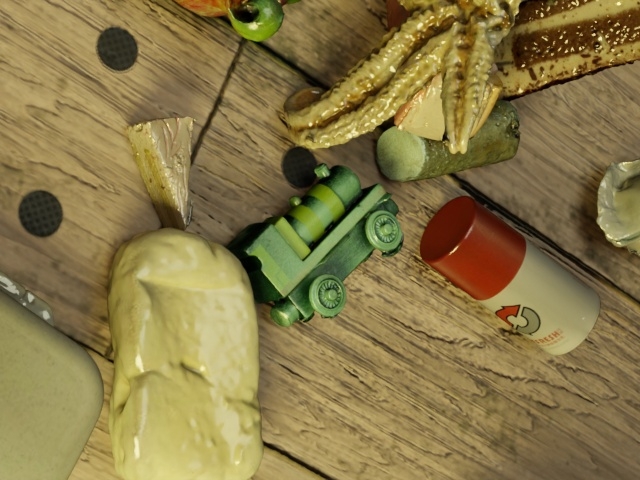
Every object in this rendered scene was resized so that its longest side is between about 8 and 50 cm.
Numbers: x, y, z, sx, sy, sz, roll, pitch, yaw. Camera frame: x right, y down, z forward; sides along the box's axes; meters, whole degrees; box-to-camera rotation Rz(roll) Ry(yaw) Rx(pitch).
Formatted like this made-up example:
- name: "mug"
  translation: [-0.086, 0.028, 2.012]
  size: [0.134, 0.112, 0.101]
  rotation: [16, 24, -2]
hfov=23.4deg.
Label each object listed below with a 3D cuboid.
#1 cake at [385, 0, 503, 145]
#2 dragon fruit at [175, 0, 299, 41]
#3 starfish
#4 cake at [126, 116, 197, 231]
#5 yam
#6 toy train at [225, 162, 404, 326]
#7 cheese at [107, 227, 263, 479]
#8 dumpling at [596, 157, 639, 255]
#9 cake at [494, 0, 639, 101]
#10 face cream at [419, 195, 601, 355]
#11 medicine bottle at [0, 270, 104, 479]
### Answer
- name: "cake"
  translation: [0.140, -0.226, 1.767]
  size: [0.109, 0.090, 0.225]
  rotation: [9, 57, -17]
- name: "dragon fruit"
  translation: [-0.101, -0.347, 1.614]
  size: [0.268, 0.130, 0.295]
  rotation: [21, 65, -58]
- name: "starfish"
  translation: [0.113, -0.293, 1.662]
  size: [0.082, 0.324, 0.432]
  rotation: [17, 86, -53]
- name: "cake"
  translation: [-0.165, -0.068, 1.605]
  size: [0.065, 0.052, 0.121]
  rotation: [5, 81, -39]
- name: "yam"
  translation: [0.154, -0.116, 1.809]
  size: [0.179, 0.078, 0.078]
  rotation: [-13, 90, -34]
- name: "toy train"
  translation: [0.000, 0.000, 1.686]
  size: [0.132, 0.083, 0.200]
  rotation: [51, 59, -13]
- name: "cheese"
  translation: [-0.143, 0.119, 1.567]
  size: [0.159, 0.093, 0.263]
  rotation: [6, 79, -36]
- name: "dumpling"
  translation: [0.423, -0.045, 1.969]
  size: [0.188, 0.108, 0.127]
  rotation: [-2, 58, -20]
- name: "cake"
  translation: [0.310, -0.249, 1.843]
  size: [0.135, 0.246, 0.112]
  rotation: [-19, 93, -53]
- name: "face cream"
  translation: [0.224, 0.042, 1.820]
  size: [0.214, 0.096, 0.096]
  rotation: [35, 65, -24]
- name: "medicine bottle"
  translation: [-0.390, 0.126, 1.379]
  size: [0.375, 0.123, 0.282]
  rotation: [39, 62, -24]
